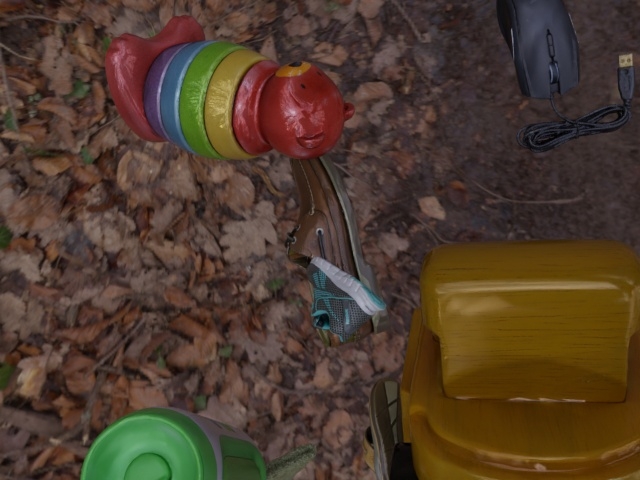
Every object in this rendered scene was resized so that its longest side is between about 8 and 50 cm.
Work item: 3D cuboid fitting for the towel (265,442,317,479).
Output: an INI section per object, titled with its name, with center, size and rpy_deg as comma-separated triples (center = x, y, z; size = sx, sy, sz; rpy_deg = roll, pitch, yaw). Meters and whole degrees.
[towel]
center = -0.075, 0.313, 0.986
size = 0.027, 0.148, 0.110
rpy_deg = 52, 123, 20

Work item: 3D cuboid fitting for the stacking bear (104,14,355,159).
[stacking bear]
center = -0.101, -0.178, 0.972
size = 0.289, 0.175, 0.164
rpy_deg = 16, 125, 28

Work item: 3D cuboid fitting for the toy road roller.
[toy road roller]
center = 0.160, 0.088, 0.584
size = 0.202, 0.329, 0.240
rpy_deg = -1, 114, 13

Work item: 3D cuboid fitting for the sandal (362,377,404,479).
[sandal]
center = 0.078, 0.253, 0.901
size = 0.072, 0.049, 0.180
rpy_deg = 13, 65, -44

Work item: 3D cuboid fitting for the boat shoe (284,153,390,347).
[boat shoe]
center = 0.000, 0.000, 1.088
size = 0.104, 0.111, 0.307
rpy_deg = -19, 76, -7

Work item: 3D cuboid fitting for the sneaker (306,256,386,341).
[sneaker]
center = 0.011, 0.072, 0.940
size = 0.065, 0.166, 0.076
rpy_deg = 41, 85, -24

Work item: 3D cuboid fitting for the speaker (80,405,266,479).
[speaker]
center = -0.134, 0.242, 0.773
size = 0.131, 0.296, 0.131
rpy_deg = -2, 73, 6

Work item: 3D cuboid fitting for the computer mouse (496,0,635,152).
[computer mouse]
center = 0.359, -0.266, 1.086
size = 0.184, 0.060, 0.262
rpy_deg = -10, 92, -1
